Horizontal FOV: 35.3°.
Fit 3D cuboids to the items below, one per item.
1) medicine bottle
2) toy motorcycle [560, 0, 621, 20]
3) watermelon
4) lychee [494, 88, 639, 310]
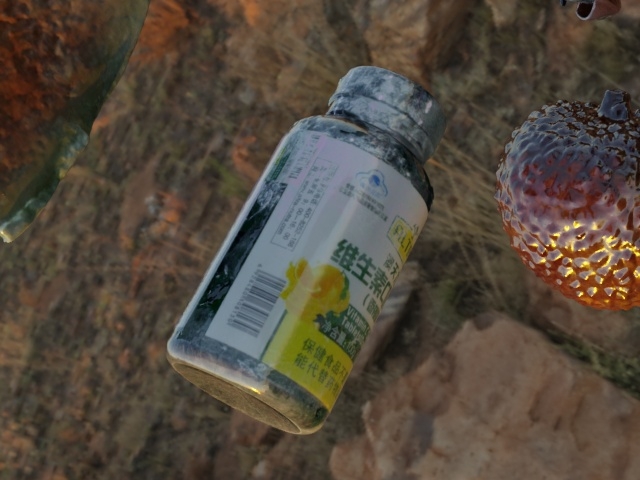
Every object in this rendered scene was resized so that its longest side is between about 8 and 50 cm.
[{"bbox_3d":[0.000,0.000,0.824,0.141,0.141,0.293,-3,55,58],"label":"medicine bottle"},{"bbox_3d":[0.306,-0.346,1.210,0.118,0.212,0.084,-58,10,-9],"label":"toy motorcycle"},{"bbox_3d":[-0.272,-0.149,0.872,0.264,0.151,0.302,-62,-16,-11],"label":"watermelon"},{"bbox_3d":[0.333,-0.048,1.191,0.260,0.260,0.261,-38,38,38],"label":"lychee"}]
